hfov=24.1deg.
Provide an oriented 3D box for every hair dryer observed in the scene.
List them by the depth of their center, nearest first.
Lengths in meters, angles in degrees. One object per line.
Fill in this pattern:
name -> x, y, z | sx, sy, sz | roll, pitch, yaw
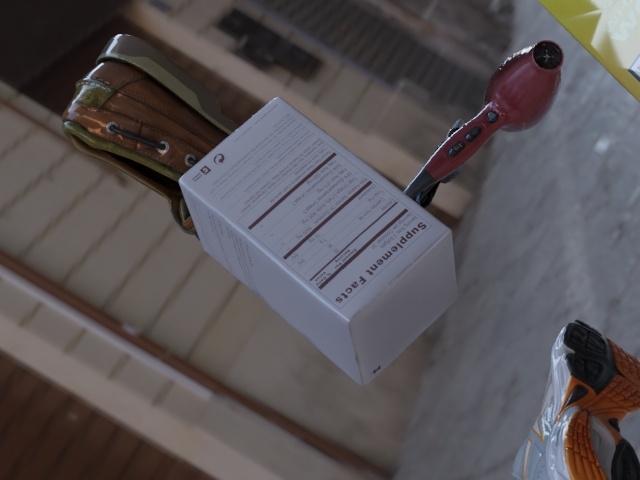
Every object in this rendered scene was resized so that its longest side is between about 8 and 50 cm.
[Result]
hair dryer -> 0.193, -0.120, 1.723 | 0.293, 0.080, 0.223 | -53, -2, 35

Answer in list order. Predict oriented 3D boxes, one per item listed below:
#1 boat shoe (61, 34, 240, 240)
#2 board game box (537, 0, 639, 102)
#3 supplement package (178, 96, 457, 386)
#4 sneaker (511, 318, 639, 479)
boat shoe -> -0.090, -0.045, 1.316 | 0.104, 0.307, 0.111 | -60, 16, -20
board game box -> 0.195, -0.199, 0.720 | 0.242, 0.064, 0.316 | -59, 23, 18
supplement package -> 0.000, 0.000, 1.097 | 0.105, 0.179, 0.105 | -42, -27, -17
sneaker -> 0.210, 0.170, 1.294 | 0.121, 0.099, 0.262 | -52, 5, 31
